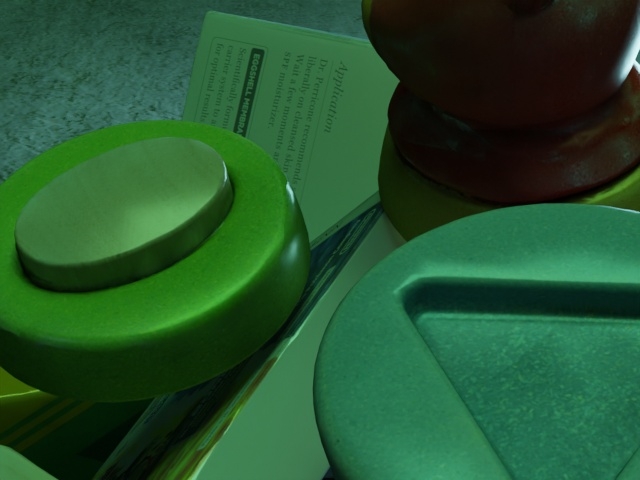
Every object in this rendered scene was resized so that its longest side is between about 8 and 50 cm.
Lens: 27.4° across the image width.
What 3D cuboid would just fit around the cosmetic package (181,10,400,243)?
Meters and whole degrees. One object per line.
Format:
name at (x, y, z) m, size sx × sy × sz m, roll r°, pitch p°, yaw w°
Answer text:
cosmetic package at (0.063, -0.028, 0.742) m, size 0.224 × 0.138 × 0.224 m, roll 15°, pitch 3°, yaw 18°

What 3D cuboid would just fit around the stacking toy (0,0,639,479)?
stacking toy at (0.000, 0.000, 0.417) m, size 0.279 × 0.130 × 0.309 m, roll -6°, pitch 42°, yaw 3°

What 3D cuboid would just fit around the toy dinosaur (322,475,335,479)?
toy dinosaur at (0.097, 0.165, 0.525) m, size 0.218 × 0.164 × 0.322 m, roll 2°, pitch 11°, yaw -38°

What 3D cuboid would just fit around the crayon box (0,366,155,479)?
crayon box at (-0.192, 0.070, 0.728) m, size 0.323 × 0.083 × 0.203 m, roll -7°, pitch 26°, yaw -28°

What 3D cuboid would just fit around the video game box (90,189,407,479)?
video game box at (-0.038, 0.078, 0.557) m, size 0.048 × 0.187 × 0.205 m, roll 41°, pitch 52°, yaw -6°
